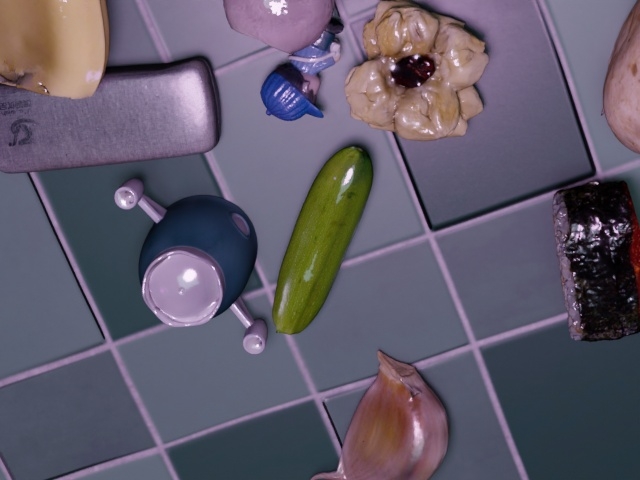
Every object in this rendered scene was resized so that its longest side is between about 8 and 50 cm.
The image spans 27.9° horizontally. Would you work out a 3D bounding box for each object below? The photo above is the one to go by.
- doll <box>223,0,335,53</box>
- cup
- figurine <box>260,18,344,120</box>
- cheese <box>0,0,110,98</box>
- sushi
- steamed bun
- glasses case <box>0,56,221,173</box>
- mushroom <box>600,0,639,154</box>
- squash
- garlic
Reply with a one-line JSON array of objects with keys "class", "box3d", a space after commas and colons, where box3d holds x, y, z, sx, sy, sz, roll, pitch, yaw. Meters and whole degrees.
[{"class": "doll", "box3d": [-0.020, -0.383, 1.625, 0.150, 0.151, 0.287, 22, 97, -3]}, {"class": "cup", "box3d": [-0.175, 0.038, 1.772, 0.167, 0.173, 0.300, -38, 102, 14]}, {"class": "figurine", "box3d": [-0.021, -0.228, 1.721, 0.086, 0.087, 0.149, 36, 112, 32]}, {"class": "cheese", "box3d": [-0.390, -0.348, 1.653, 0.259, 0.128, 0.316, 9, 122, 19]}, {"class": "sushi", "box3d": [0.380, 0.033, 1.746, 0.126, 0.136, 0.225, -14, 114, 12]}, {"class": "steamed bun", "box3d": [0.132, -0.210, 1.696, 0.192, 0.106, 0.178, 22, 111, -5]}, {"class": "glasses case", "box3d": [-0.298, -0.169, 1.763, 0.323, 0.074, 0.131, -5, 107, 7]}, {"class": "mushroom", "box3d": [0.473, -0.209, 1.625, 0.195, 0.189, 0.254, 22, 112, 0]}, {"class": "squash", "box3d": [0.000, -0.002, 1.792, 0.082, 0.082, 0.293, 21, 111, -3]}, {"class": "garlic", "box3d": [0.096, 0.316, 1.892, 0.128, 0.148, 0.267, 21, 109, -41]}]
